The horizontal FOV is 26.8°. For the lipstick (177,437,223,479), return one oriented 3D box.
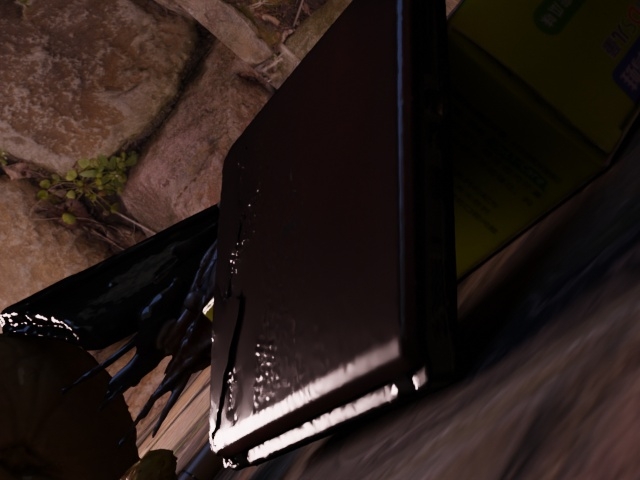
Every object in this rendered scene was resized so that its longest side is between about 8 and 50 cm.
[{"bbox_3d":[-0.077,0.146,0.821,0.094,0.019,0.019,-50,2,-21],"label":"lipstick"}]

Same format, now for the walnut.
[{"bbox_3d":[-0.247,0.185,1.097,0.228,0.228,0.228,-49,2,2],"label":"walnut"}]

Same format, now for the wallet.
[{"bbox_3d":[-0.094,0.005,1.094,0.321,0.044,0.170,-25,20,-34],"label":"wallet"}]

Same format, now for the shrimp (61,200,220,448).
[{"bbox_3d":[-0.032,0.015,0.943,0.343,0.116,0.145,-42,1,-4],"label":"shrimp"}]

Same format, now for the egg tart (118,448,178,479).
[{"bbox_3d":[-0.109,0.165,0.693,0.130,0.052,0.130,-49,4,4],"label":"egg tart"}]

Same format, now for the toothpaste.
[{"bbox_3d":[0.045,-0.029,0.618,0.110,0.077,0.327,-50,2,-29],"label":"toothpaste"}]

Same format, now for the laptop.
[{"bbox_3d":[0.000,0.000,0.519,0.207,0.026,0.154,141,133,-63],"label":"laptop"}]
